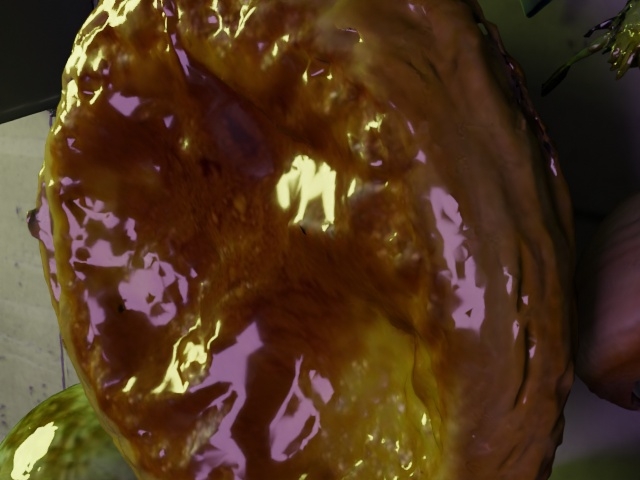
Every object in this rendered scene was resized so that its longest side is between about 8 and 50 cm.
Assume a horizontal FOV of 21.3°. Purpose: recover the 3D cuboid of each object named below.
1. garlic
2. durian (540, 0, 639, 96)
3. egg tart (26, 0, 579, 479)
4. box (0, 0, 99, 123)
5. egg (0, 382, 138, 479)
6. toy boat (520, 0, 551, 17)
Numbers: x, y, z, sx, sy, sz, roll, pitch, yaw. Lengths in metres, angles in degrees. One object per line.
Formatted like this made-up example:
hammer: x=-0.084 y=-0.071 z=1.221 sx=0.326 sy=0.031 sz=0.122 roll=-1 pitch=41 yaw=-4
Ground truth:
garlic: x=0.200 y=0.024 z=0.986 sx=0.207 sy=0.128 sz=0.115 roll=-37 pitch=62 yaw=51
durian: x=0.262 y=-0.105 z=0.863 sx=0.375 sy=0.107 sz=0.132 roll=2 pitch=105 yaw=36
egg tart: x=0.000 y=0.000 z=1.069 sx=0.443 sy=0.178 sz=0.443 roll=15 pitch=112 yaw=41
box: x=-0.258 y=-0.196 z=1.252 sx=0.163 sy=0.135 sz=0.243 roll=17 pitch=120 yaw=34
egg: x=-0.131 y=0.240 z=1.279 sx=0.238 sy=0.238 sz=0.289 roll=-6 pitch=113 yaw=43
toy boat: x=0.035 y=-0.240 z=1.018 sx=0.291 sy=0.067 sz=0.220 roll=34 pitch=122 yaw=-1
